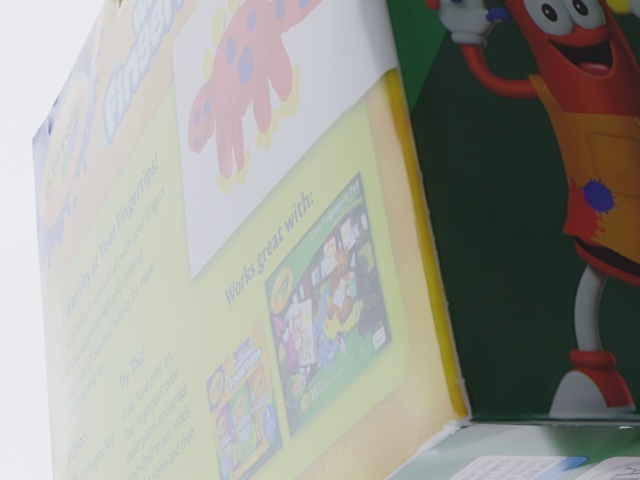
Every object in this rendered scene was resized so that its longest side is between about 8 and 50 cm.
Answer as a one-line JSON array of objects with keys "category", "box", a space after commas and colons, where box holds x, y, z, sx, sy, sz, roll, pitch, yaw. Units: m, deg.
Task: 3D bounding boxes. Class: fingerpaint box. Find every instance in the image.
[{"category": "fingerpaint box", "box": [0.000, 0.000, 0.733, 0.163, 0.445, 0.371, 4, -120, -25]}]
